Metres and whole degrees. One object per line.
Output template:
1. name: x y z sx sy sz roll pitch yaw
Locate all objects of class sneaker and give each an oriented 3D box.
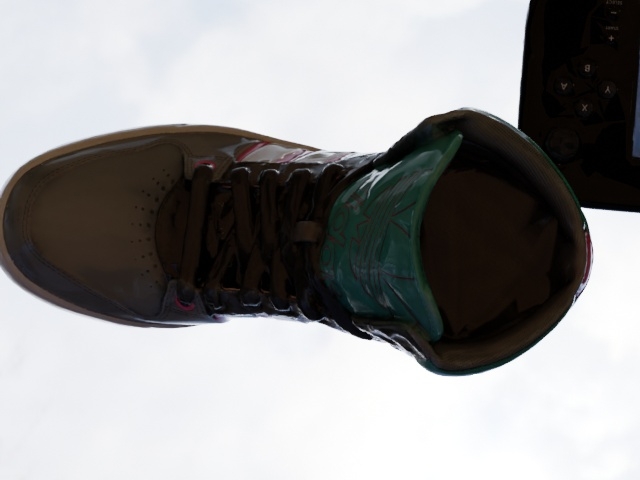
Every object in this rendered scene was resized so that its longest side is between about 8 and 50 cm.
1. sneaker: 0.000 0.000 0.875 0.295 0.124 0.178 3 176 -14

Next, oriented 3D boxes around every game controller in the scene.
1. game controller: 0.285 -0.093 1.176 0.319 0.166 0.067 5 -174 2
